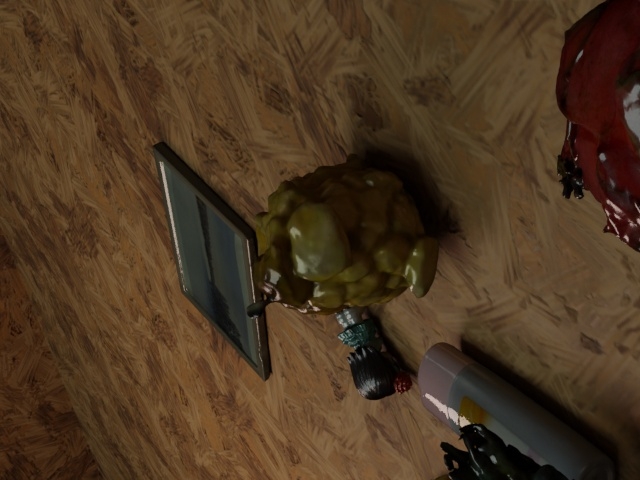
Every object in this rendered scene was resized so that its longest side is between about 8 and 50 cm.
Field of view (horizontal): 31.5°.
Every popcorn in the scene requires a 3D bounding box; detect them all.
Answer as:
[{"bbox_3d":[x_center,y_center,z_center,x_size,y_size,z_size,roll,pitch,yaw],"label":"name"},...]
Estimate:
[{"bbox_3d":[0.018,-0.005,0.988,0.194,0.163,0.140,18,-121,-78],"label":"popcorn"}]

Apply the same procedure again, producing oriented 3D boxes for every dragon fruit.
[{"bbox_3d":[0.198,-0.063,0.511,0.209,0.172,0.172,12,129,64],"label":"dragon fruit"}]

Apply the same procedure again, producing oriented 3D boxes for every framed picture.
[{"bbox_3d":[-0.140,0.033,1.496,0.213,0.016,0.289,43,152,33],"label":"framed picture"}]

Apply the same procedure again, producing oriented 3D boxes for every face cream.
[{"bbox_3d":[0.163,0.164,0.986,0.198,0.057,0.084,32,141,46],"label":"face cream"}]

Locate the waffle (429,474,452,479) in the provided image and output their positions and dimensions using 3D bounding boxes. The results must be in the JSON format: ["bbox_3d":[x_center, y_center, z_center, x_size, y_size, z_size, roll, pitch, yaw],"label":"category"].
[{"bbox_3d":[0.176,0.371,1.211,0.249,0.056,0.253,35,145,44],"label":"waffle"}]

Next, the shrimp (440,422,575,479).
[{"bbox_3d":[0.201,0.293,0.943,0.272,0.085,0.445,10,142,52],"label":"shrimp"}]

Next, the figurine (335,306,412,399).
[{"bbox_3d":[0.052,0.115,1.176,0.060,0.047,0.106,-27,85,31],"label":"figurine"}]
